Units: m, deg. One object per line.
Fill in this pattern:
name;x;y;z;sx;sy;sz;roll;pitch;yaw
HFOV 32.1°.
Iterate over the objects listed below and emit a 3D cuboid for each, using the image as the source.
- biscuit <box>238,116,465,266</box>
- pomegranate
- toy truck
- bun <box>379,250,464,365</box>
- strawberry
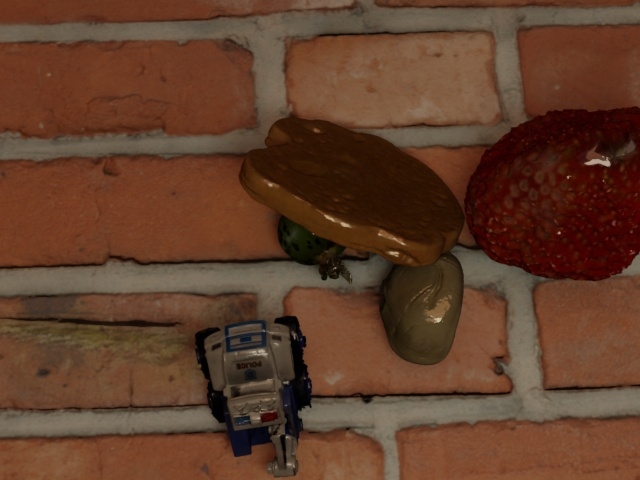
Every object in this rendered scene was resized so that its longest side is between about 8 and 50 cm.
biscuit;0.047;-0.081;1.684;0.351;0.057;0.312;16;30;-12
pomegranate;0.000;0.000;1.717;0.122;0.122;0.161;-23;68;-7
toy truck;-0.091;0.223;1.601;0.161;0.213;0.177;-9;36;1
bun;0.144;0.094;1.666;0.113;0.167;0.173;9;42;-7
strawberry;0.372;-0.072;1.621;0.312;0.351;0.267;-19;80;-12
